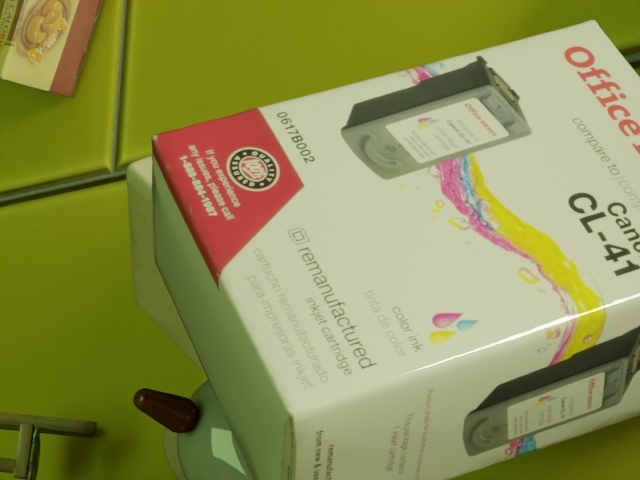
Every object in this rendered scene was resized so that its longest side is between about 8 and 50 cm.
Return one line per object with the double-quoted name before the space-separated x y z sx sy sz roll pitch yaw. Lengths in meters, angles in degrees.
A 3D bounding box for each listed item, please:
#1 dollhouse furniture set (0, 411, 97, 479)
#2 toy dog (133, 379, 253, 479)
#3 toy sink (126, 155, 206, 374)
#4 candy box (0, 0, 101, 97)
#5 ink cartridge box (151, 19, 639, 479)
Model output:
"dollhouse furniture set" -0.207 0.255 1.449 0.242 0.161 0.212 137 139 -79
"toy dog" -0.040 0.209 1.249 0.333 0.161 0.220 49 117 42
"toy sink" 0.000 0.000 1.259 0.153 0.234 0.131 40 140 44
"candy box" -0.331 -0.273 1.745 0.316 0.087 0.183 27 101 48
"ink cartridge box" 0.076 0.012 1.047 0.131 0.306 0.226 92 155 -49
